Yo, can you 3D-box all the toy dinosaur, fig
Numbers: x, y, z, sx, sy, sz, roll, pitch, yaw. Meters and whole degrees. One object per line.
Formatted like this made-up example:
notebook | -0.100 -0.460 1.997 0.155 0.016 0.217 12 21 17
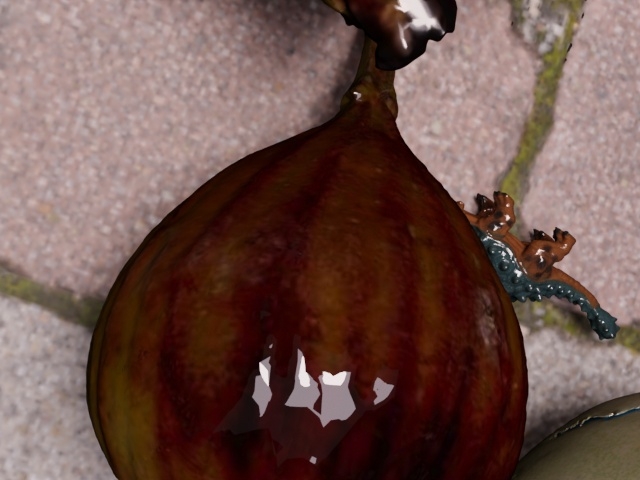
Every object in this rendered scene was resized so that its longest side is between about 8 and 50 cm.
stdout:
toy dinosaur | 0.117 0.012 0.623 0.154 0.049 0.055 34 80 -8
fig | 0.000 0.000 0.540 0.216 0.217 0.321 15 65 -15

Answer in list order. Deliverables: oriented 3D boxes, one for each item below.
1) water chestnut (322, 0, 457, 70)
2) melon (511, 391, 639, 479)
water chestnut | 0.021 -0.205 0.465 0.300 0.300 0.300 0 91 -16
melon | 0.175 0.225 0.529 0.268 0.268 0.330 48 70 -11
